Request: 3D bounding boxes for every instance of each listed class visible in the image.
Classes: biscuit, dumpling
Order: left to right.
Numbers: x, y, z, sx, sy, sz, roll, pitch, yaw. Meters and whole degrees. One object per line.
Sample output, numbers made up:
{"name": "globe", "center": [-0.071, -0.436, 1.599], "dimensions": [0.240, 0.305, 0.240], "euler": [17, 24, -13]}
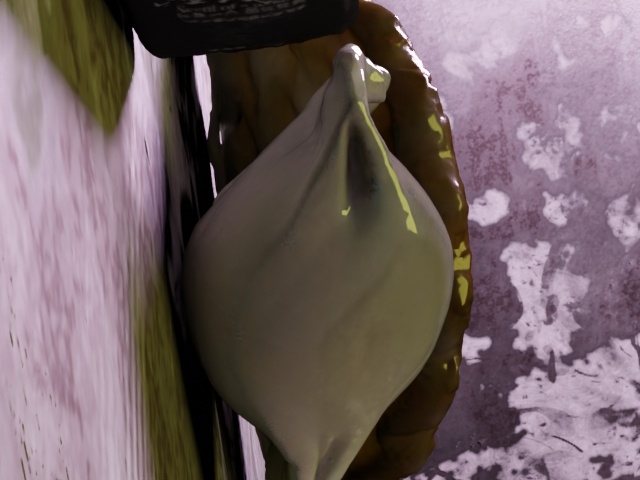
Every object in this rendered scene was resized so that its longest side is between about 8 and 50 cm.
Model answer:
{"name": "dumpling", "center": [-0.002, 0.010, 0.743], "dimensions": [0.151, 0.124, 0.229], "euler": [-98, -160, -64]}
{"name": "biscuit", "center": [0.000, 0.000, 0.923], "dimensions": [0.329, 0.078, 0.335], "euler": [-129, -142, -53]}

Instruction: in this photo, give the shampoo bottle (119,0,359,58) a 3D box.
{"name": "shampoo bottle", "center": [-0.037, -0.133, 0.527], "dimensions": [0.309, 0.098, 0.071], "euler": [76, 11, -81]}
